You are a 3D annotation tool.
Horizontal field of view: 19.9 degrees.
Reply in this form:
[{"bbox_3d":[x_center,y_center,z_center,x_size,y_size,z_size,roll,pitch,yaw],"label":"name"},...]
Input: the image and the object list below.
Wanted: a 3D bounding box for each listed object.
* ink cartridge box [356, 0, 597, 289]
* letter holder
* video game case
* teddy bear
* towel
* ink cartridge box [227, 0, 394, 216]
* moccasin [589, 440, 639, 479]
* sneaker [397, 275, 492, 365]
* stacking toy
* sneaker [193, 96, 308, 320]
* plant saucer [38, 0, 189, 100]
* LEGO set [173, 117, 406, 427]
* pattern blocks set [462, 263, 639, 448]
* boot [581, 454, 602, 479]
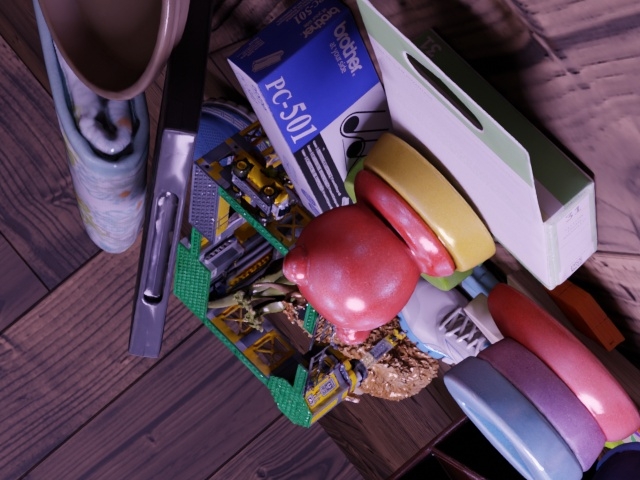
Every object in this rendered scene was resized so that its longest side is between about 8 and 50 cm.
[{"bbox_3d":[0.109,-0.077,1.235,0.171,0.056,0.235,46,170,23],"label":"ink cartridge box"},{"bbox_3d":[0.241,0.365,2.061,0.302,0.152,0.214,56,167,-21],"label":"letter holder"},{"bbox_3d":[-0.137,-0.074,1.680,0.275,0.035,0.248,-89,10,-53],"label":"video game case"},{"bbox_3d":[-0.005,0.065,2.191,0.338,0.113,0.245,51,173,-5],"label":"teddy bear"},{"bbox_3d":[-0.240,-0.202,1.870,0.320,0.090,0.374,101,156,-75],"label":"towel"},{"bbox_3d":[0.003,-0.106,1.497,0.046,0.097,0.207,43,169,36],"label":"ink cartridge box"},{"bbox_3d":[0.319,0.264,1.315,0.342,0.117,0.138,21,153,51],"label":"moccasin"},{"bbox_3d":[0.153,0.100,1.752,0.190,0.071,0.083,44,161,2],"label":"sneaker"},{"bbox_3d":[0.089,0.070,1.436,0.309,0.130,0.279,49,175,-10],"label":"stacking toy"},{"bbox_3d":[-0.073,-0.034,2.001,0.330,0.147,0.130,44,169,36],"label":"sneaker"},{"bbox_3d":[-0.186,-0.261,1.597,0.278,0.041,0.278,32,130,50],"label":"plant saucer"},{"bbox_3d":[0.000,0.000,1.756,0.255,0.192,0.331,39,150,27],"label":"LEGO set"},{"bbox_3d":[0.226,0.106,1.506,0.325,0.026,0.285,47,170,15],"label":"pattern blocks set"},{"bbox_3d":[0.234,0.245,1.762,0.264,0.096,0.280,-86,-14,-48],"label":"boot"}]
